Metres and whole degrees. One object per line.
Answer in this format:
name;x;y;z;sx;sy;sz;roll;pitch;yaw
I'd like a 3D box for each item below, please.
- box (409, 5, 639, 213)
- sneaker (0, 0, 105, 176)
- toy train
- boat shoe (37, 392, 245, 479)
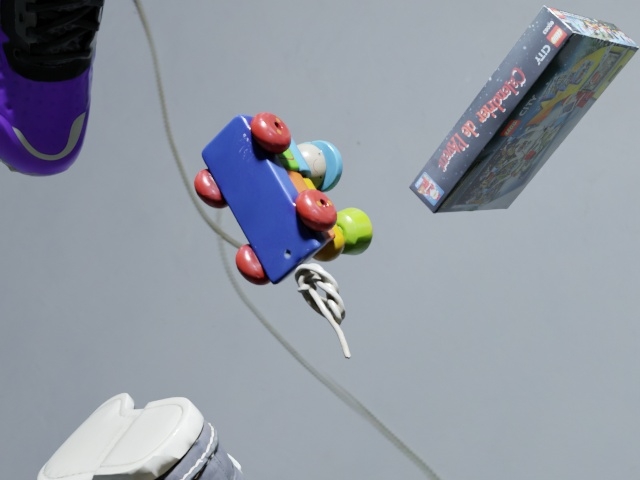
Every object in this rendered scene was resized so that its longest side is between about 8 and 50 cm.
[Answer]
box;0.212;-0.129;1.068;0.044;0.159;0.233;50;121;26
sneaker;-0.198;-0.183;0.724;0.146;0.102;0.293;16;113;47
toy train;0.000;0.000;0.955;0.105;0.143;0.248;-41;68;29
boat shoe;-0.107;0.135;0.599;0.065;0.206;0.075;48;62;-14
